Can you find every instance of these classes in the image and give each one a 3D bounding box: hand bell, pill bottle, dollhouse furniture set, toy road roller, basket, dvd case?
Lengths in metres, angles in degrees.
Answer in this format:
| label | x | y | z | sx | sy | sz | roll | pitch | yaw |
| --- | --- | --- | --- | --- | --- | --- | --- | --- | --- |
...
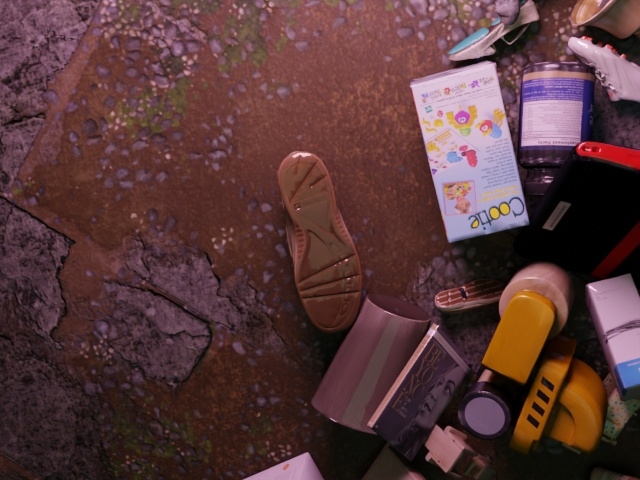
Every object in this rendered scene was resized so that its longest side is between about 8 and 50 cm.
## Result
| label | x | y | z | sx | sy | sz | roll | pitch | yaw |
| --- | --- | --- | --- | --- | --- | --- | --- | --- | --- |
| hand bell | 0.551 | -0.339 | 1.335 | 0.242 | 0.126 | 0.126 | 35 | 106 | -15 |
| pill bottle | 0.396 | -0.184 | 1.350 | 0.122 | 0.123 | 0.219 | 2 | 93 | 6 |
| dollhouse furniture set | 0.578 | 0.364 | 1.507 | 0.160 | 0.101 | 0.182 | 28 | 106 | -1 |
| toy road roller | 0.408 | 0.225 | 1.412 | 0.240 | 0.202 | 0.330 | 22 | 110 | 17 |
| basket | 0.113 | 0.228 | 1.505 | 0.204 | 0.154 | 0.227 | 16 | 102 | -14 |
| dollhouse furniture set | 0.272 | 0.543 | 1.626 | 0.355 | 0.174 | 0.303 | 32 | 94 | -32 |
| dvd case | 0.190 | 0.284 | 1.479 | 0.221 | 0.018 | 0.164 | -55 | 133 | -13 |

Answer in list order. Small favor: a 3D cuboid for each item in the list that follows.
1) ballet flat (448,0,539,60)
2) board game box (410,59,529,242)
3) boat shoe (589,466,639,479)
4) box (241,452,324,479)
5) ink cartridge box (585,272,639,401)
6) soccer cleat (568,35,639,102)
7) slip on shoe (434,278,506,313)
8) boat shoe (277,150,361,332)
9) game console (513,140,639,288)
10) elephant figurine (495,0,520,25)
| label | x | y | z | sx | sy | sz | roll | pitch | yaw |
| --- | --- | --- | --- | --- | --- | --- | --- | --- | --- |
| ballet flat | 0.301 | -0.350 | 1.375 | 0.168 | 0.057 | 0.052 | -34 | 108 | 14 |
| board game box | 0.257 | -0.157 | 1.385 | 0.144 | 0.142 | 0.275 | -13 | 103 | 10 |
| boat shoe | 0.569 | 0.594 | 1.580 | 0.098 | 0.109 | 0.303 | 14 | 112 | 44 |
| box | -0.085 | 0.527 | 1.615 | 0.170 | 0.130 | 0.091 | -26 | 100 | 13 |
| ink cartridge box | 0.535 | 0.172 | 1.400 | 0.082 | 0.139 | 0.191 | -16 | 66 | 12 |
| soccer cleat | 0.502 | -0.282 | 1.364 | 0.196 | 0.068 | 0.076 | 28 | 109 | -4 |
| slip on shoe | 0.284 | 0.111 | 1.508 | 0.135 | 0.051 | 0.041 | -16 | 142 | 3 |
| boat shoe | 0.000 | 0.000 | 1.477 | 0.121 | 0.110 | 0.341 | -11 | 100 | -2 |
| game console | 0.525 | -0.025 | 1.300 | 0.341 | 0.387 | 0.060 | 16 | 66 | 5 |
| elephant figurine | 0.335 | -0.512 | 1.288 | 0.186 | 0.169 | 0.239 | -21 | 111 | 49 |
